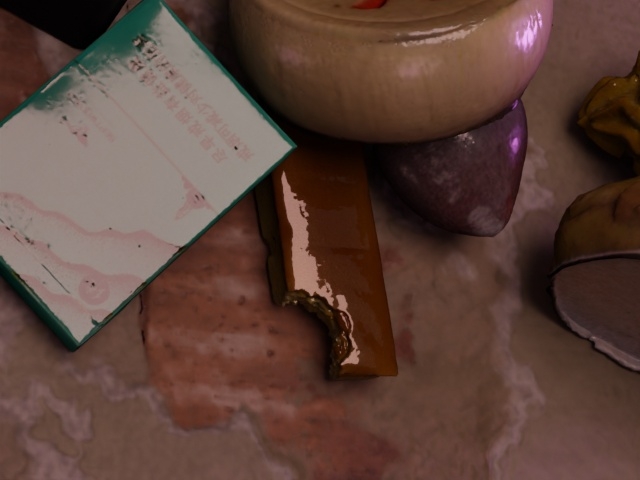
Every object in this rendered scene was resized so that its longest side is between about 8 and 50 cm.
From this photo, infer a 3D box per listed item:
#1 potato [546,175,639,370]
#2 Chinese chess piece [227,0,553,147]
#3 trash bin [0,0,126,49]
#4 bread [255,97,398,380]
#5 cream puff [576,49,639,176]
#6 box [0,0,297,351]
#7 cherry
[{"bbox_3d":[0.349,0.002,1.513,0.246,0.300,0.196,59,45,-49],"label":"potato"},{"bbox_3d":[0.053,-0.177,1.457,0.250,0.103,0.250,-2,39,2],"label":"Chinese chess piece"},{"bbox_3d":[-0.181,-0.256,1.366,0.165,0.225,0.115,30,63,-14],"label":"trash bin"},{"bbox_3d":[0.000,0.000,1.468,0.088,0.049,0.226,-1,74,-26],"label":"bread"},{"bbox_3d":[0.296,-0.106,1.621,0.146,0.116,0.146,5,84,-48],"label":"cream puff"},{"bbox_3d":[-0.151,-0.052,1.391,0.161,0.042,0.226,47,71,-1],"label":"box"},{"bbox_3d":[0.132,-0.082,1.525,0.188,0.115,0.148,-15,59,-34],"label":"cherry"}]
